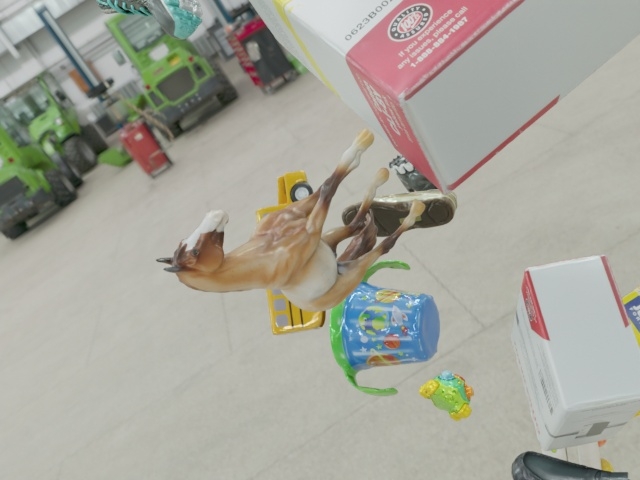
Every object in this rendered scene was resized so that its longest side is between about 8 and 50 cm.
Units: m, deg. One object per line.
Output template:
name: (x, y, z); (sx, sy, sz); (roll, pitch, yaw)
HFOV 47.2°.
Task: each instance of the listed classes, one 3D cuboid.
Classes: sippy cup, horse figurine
sippy cup: (0.171, 0.215, 1.827); (0.224, 0.305, 0.240); (-3, 13, 27)
horse figurine: (0.000, 0.000, 0.622); (0.174, 0.066, 0.263); (-48, -23, 3)

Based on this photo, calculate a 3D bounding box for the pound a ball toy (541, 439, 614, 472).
pound a ball toy: (0.552, 0.459, 1.575); (0.136, 0.318, 0.208); (-8, 3, 18)

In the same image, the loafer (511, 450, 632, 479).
loafer: (0.341, 0.302, 0.871); (0.223, 0.078, 0.076); (22, 32, 11)

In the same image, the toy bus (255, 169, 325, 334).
toy bus: (-0.057, 0.027, 1.552); (0.130, 0.332, 0.108); (-9, -9, 4)

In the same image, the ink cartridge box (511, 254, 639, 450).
ink cartridge box: (0.356, 0.170, 1.041); (0.114, 0.272, 0.196); (-11, 63, 4)

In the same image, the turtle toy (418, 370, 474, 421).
turtle toy: (0.237, 0.281, 1.353); (0.066, 0.095, 0.130); (-51, -8, -18)

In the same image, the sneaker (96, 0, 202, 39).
sneaker: (-0.171, -0.232, 0.679); (0.076, 0.166, 0.065); (-45, -26, 18)

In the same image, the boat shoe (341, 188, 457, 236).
boat shoe: (0.131, -0.050, 1.199); (0.190, 0.068, 0.072); (-2, 30, 22)

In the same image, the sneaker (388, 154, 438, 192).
sneaker: (0.254, -0.148, 1.593); (0.078, 0.106, 0.234); (-40, 20, -30)

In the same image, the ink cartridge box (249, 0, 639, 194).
ink cartridge box: (0.103, -0.278, 0.786); (0.279, 0.160, 0.384); (-41, 50, 1)

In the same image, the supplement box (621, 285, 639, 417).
supplement box: (0.690, 0.157, 1.383); (0.357, 0.194, 0.195); (-19, -22, -32)
